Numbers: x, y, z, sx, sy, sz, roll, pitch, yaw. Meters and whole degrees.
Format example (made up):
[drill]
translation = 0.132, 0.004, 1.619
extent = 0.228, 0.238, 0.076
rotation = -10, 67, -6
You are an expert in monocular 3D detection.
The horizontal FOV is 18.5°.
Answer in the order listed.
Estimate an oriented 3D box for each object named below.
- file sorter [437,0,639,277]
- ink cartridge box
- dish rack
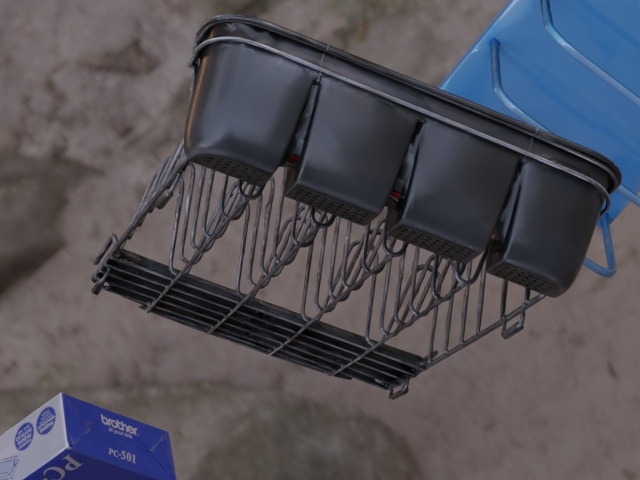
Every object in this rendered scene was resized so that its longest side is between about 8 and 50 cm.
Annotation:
[file sorter]
translation = 0.153, -0.085, 0.969
extent = 0.170, 0.118, 0.104
rotation = -51, 12, 20
[ink cartridge box]
translation = -0.202, 0.180, 1.307
extent = 0.207, 0.097, 0.046
rotation = -35, 48, 28
[dish rack]
translation = 0.000, 0.000, 0.982
extent = 0.208, 0.271, 0.074
rotation = 22, 67, -11
